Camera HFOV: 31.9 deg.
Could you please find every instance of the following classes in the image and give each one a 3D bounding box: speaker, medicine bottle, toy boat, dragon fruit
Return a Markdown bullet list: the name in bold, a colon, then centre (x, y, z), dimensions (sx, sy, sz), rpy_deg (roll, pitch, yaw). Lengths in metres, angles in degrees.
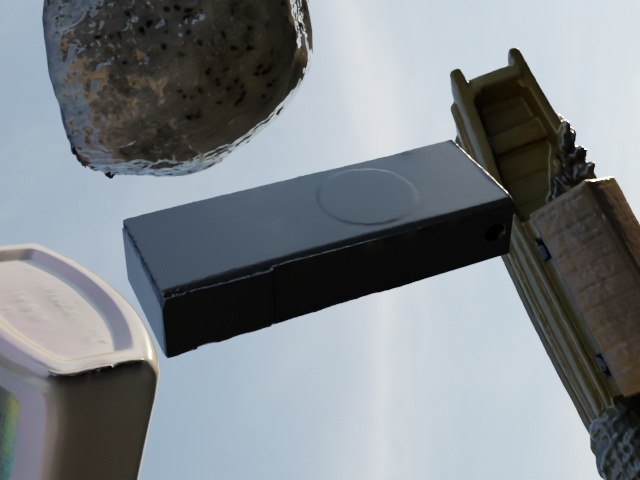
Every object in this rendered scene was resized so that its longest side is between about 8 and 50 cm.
- **speaker**: centre (0.000, 0.000, 0.658), dimensions (0.218, 0.082, 0.044), rpy_deg (-15, -51, -18)
- **medicine bottle**: centre (-0.134, 0.119, 0.490), dimensions (0.078, 0.115, 0.219), rpy_deg (-8, -58, -41)
- **toy boat**: centre (0.241, 0.032, 1.025), dimensions (0.136, 0.445, 0.162), rpy_deg (-23, -13, -9)
- **dragon fruit**: centre (-0.119, -0.173, 1.117), dimensions (0.283, 0.221, 0.203), rpy_deg (17, -113, -74)
